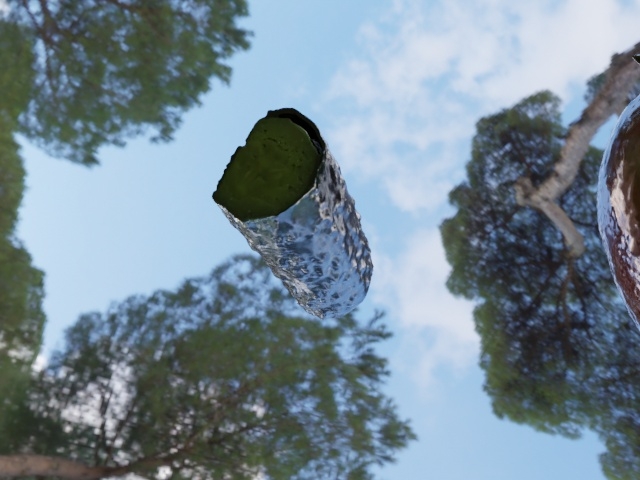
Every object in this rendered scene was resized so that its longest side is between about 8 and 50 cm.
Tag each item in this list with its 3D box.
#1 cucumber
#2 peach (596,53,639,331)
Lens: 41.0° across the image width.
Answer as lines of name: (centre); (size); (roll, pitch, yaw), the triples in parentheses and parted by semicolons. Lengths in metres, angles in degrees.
cucumber: (0.003, 0.000, 0.578); (0.062, 0.211, 0.078); (27, -103, 27)
peach: (0.414, -0.020, 0.640); (0.405, 0.335, 0.310); (-15, -135, 31)
